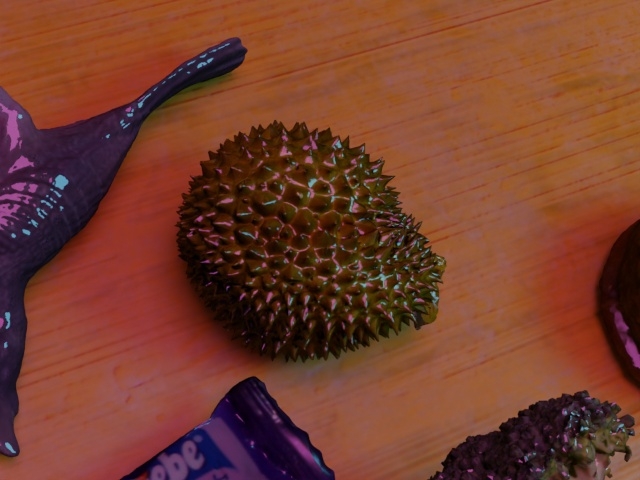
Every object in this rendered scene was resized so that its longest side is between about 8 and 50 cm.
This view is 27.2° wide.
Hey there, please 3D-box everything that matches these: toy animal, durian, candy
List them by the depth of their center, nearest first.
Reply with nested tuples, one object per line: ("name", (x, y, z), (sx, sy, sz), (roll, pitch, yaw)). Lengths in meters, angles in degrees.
("candy", (-0.103, 0.204, 0.852), (0.275, 0.070, 0.145), (-30, 70, -22))
("durian", (-0.010, 0.005, 0.928), (0.198, 0.146, 0.159), (41, 63, 8))
("toy animal", (-0.210, -0.056, 0.930), (0.206, 0.081, 0.367), (37, 60, -18))

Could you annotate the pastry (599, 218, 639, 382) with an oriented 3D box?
("pastry", (0.318, 0.040, 1.032), (0.189, 0.103, 0.188), (6, 64, -13))

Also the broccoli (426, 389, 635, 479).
("broccoli", (0.207, 0.238, 0.826), (0.362, 0.221, 0.252), (7, 59, -9))
